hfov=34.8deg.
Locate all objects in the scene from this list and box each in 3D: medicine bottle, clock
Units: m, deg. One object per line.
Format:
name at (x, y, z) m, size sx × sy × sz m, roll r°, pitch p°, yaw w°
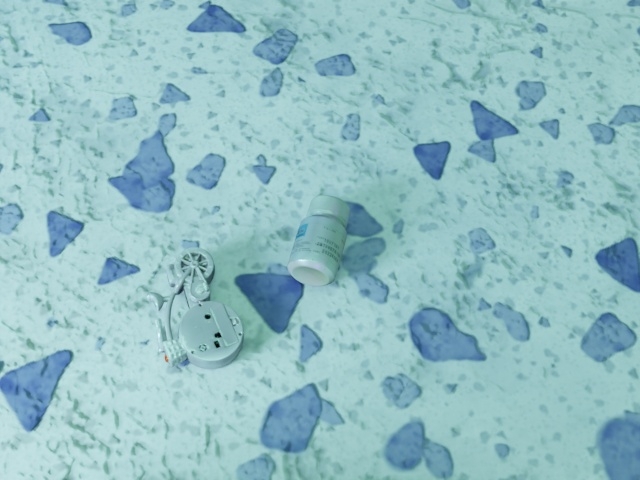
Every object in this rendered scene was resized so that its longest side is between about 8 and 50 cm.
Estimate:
medicine bottle at (0.000, 0.000, 1.072) m, size 0.052 × 0.052 × 0.089 m, roll 13°, pitch 60°, yaw 6°
clock at (-0.129, 0.070, 1.035) m, size 0.087 × 0.041 × 0.129 m, roll -13°, pitch 66°, yaw -13°
